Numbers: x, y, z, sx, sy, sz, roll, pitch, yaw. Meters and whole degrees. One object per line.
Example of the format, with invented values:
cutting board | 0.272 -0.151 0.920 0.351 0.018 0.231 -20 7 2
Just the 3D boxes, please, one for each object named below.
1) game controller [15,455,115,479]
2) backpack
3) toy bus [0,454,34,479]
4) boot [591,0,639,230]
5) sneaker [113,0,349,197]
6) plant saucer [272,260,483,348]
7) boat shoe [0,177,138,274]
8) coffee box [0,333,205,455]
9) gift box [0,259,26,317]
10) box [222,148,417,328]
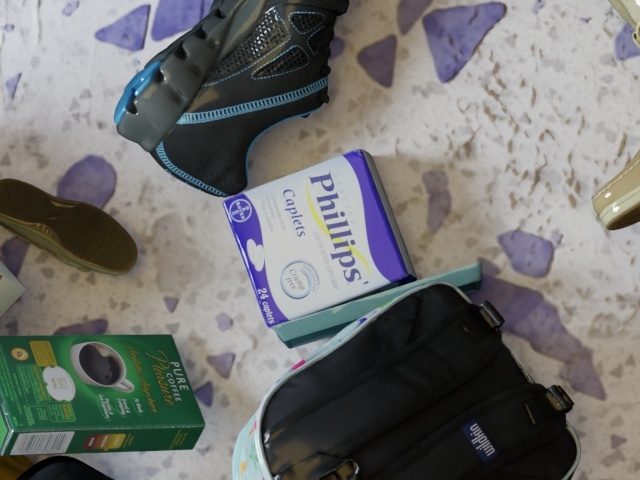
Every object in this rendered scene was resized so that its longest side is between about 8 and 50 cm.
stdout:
game controller | -0.296 0.326 1.658 0.319 0.166 0.067 -47 64 -1
backpack | 0.055 0.184 1.573 0.253 0.191 0.225 -31 77 -32
toy bus | -0.327 0.219 1.662 0.202 0.191 0.104 -22 37 -29
boot | 0.290 -0.156 1.636 0.262 0.095 0.203 -43 79 2
sneaker | -0.034 -0.193 1.708 0.139 0.125 0.341 41 90 -16
plant saucer | 0.053 0.059 1.661 0.192 0.067 0.018 -18 79 1
boat shoe | -0.239 -0.007 1.751 0.153 0.048 0.056 22 65 5
coffee box | -0.202 0.135 1.652 0.113 0.184 0.040 63 140 38
gift box | -0.445 0.011 1.683 0.255 0.258 0.276 -43 59 6
box | 0.000 0.000 1.687 0.137 0.072 0.126 -21 82 7
